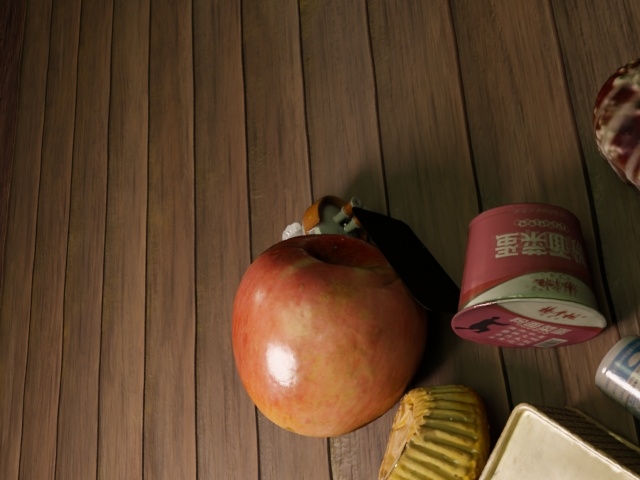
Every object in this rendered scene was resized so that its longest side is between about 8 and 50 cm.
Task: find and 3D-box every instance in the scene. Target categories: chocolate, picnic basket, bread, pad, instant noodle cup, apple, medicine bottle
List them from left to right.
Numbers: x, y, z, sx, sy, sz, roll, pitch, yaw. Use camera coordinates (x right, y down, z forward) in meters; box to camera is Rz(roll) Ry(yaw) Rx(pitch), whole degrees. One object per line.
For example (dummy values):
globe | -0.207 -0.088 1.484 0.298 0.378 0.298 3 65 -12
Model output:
apple | 0.011 0.171 1.298 0.364 0.364 0.363 -13 69 38
pad | 0.169 0.037 1.308 0.004 0.181 0.267 -53 49 23
bread | 0.184 0.343 1.183 0.139 0.240 0.240 25 96 -1
instant noodle cup | 0.326 0.058 1.148 0.235 0.235 0.178 -15 59 37
picnic basket | 0.397 0.401 1.010 0.313 0.175 0.228 31 100 46
medicine bottle | 0.492 0.219 1.027 0.168 0.105 0.105 39 103 41
chocolate | 0.535 -0.147 1.029 0.225 0.210 0.340 -52 50 20

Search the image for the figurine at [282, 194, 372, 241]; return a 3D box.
figurine | -0.002 0.003 1.501 0.271 0.143 0.143 -40 55 23
